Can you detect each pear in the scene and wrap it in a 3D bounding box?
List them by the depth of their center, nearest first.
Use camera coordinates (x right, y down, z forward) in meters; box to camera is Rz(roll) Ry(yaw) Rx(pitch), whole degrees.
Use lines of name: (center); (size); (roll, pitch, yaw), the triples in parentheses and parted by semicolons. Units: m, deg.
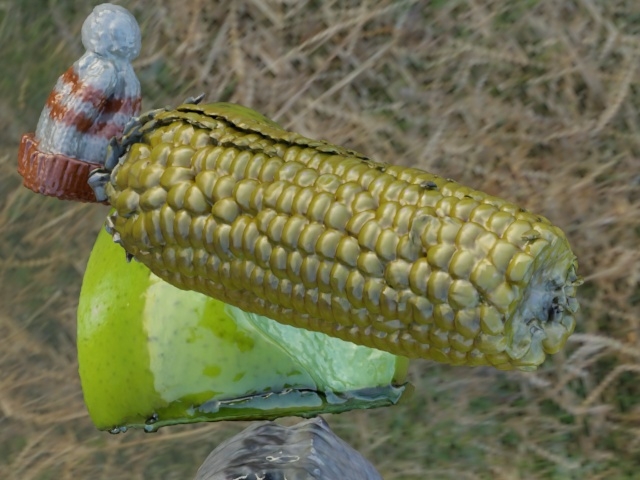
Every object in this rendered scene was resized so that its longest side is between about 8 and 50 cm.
pear: (-0.047, 0.021, 1.383); (0.292, 0.159, 0.292); (24, 54, -39)

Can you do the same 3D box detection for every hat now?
hat: (-0.186, -0.114, 1.482); (0.112, 0.094, 0.162); (11, 103, -56)

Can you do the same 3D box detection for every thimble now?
thimble: (-0.031, 0.289, 1.579); (0.217, 0.157, 0.245); (-1, 104, 6)

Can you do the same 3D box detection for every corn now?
corn: (0.000, 0.000, 1.008); (0.115, 0.318, 0.115); (-24, 122, -44)
